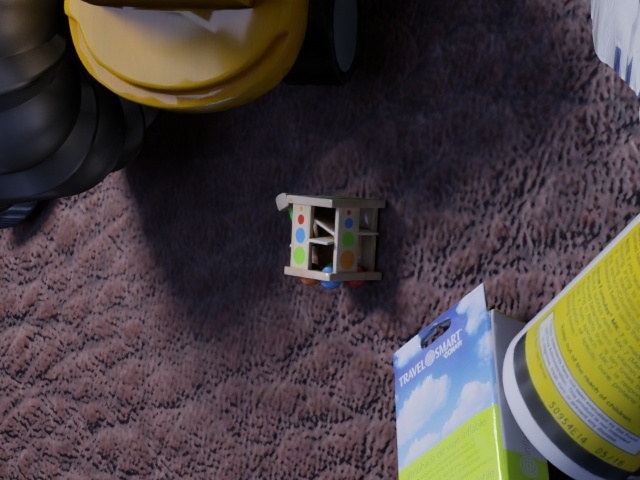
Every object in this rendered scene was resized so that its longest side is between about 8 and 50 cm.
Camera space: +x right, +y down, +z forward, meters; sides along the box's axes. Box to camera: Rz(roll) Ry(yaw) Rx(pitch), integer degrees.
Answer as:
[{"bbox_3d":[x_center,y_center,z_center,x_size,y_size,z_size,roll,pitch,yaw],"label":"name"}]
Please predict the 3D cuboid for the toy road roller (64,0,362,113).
[{"bbox_3d":[-0.083,-0.252,1.195,0.202,0.240,0.329,3,90,14],"label":"toy road roller"}]

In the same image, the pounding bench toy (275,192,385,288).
[{"bbox_3d":[0.000,0.000,1.282,0.083,0.052,0.065,8,96,50],"label":"pounding bench toy"}]

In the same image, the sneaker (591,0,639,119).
[{"bbox_3d":[0.251,-0.126,0.934,0.315,0.182,0.127,-94,6,-55],"label":"sneaker"}]

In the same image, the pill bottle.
[{"bbox_3d":[0.206,0.040,0.987,0.208,0.119,0.119,-50,54,38],"label":"pill bottle"}]

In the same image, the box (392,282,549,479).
[{"bbox_3d":[0.095,0.130,1.142,0.109,0.042,0.178,-42,37,40],"label":"box"}]

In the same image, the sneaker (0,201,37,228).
[{"bbox_3d":[-0.273,-0.165,1.588,0.131,0.112,0.319,-76,-1,-58],"label":"sneaker"}]

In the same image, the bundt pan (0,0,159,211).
[{"bbox_3d":[-0.211,-0.182,1.358,0.124,0.331,0.331,2,91,22],"label":"bundt pan"}]
